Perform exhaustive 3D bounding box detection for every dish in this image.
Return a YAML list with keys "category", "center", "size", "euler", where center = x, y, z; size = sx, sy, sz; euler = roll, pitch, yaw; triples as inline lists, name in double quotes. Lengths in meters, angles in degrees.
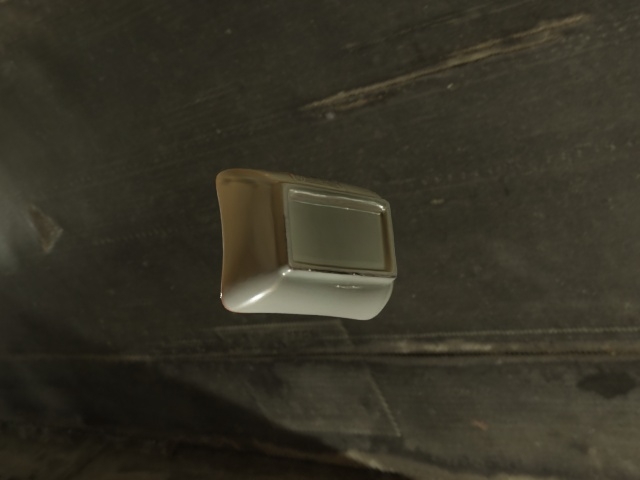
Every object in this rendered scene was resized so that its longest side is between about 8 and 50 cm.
- category: "dish"
  center: [0.000, 0.000, 0.939]
  size: [0.077, 0.212, 0.151]
  euler: [-19, 69, 48]
